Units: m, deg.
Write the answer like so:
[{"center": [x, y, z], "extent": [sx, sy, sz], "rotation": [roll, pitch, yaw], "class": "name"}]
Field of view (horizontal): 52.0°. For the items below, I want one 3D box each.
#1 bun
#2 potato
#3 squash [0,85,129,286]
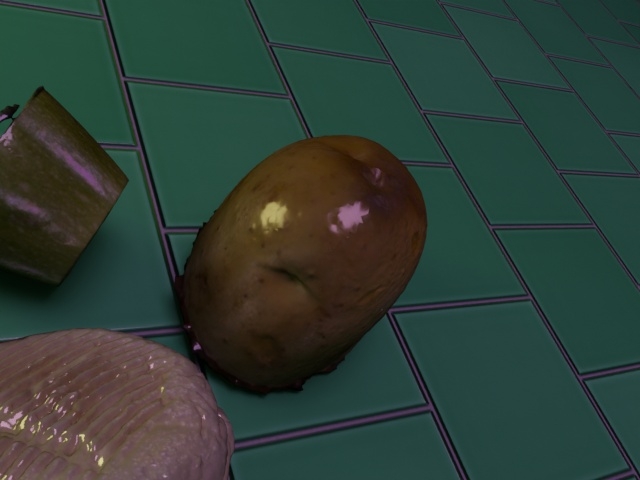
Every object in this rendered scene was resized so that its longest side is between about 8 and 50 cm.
[{"center": [-0.170, 0.159, 0.468], "extent": [0.220, 0.134, 0.220], "rotation": [7, 24, -3], "class": "bun"}, {"center": [0.000, 0.000, 0.660], "extent": [0.242, 0.242, 0.285], "rotation": [42, 41, 9], "class": "potato"}, {"center": [-0.254, -0.040, 0.586], "extent": [0.123, 0.170, 0.170], "rotation": [34, 42, -16], "class": "squash"}]
